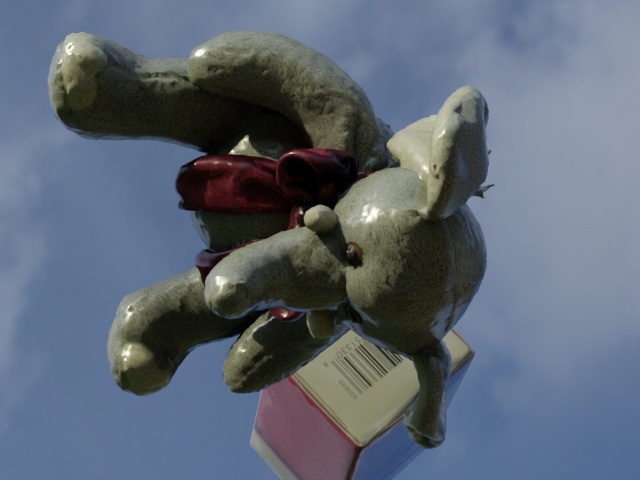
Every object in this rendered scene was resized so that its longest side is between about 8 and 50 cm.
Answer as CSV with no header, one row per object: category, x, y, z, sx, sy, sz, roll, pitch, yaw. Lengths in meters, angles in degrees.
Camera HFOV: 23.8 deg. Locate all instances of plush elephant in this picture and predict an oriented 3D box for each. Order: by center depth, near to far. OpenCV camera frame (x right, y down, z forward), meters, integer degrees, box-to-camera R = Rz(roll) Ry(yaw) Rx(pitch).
plush elephant,0.000,0.000,1.024,0.330,0.255,0.272,-7,-71,-14

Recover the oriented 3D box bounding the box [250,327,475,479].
box,0.034,0.151,1.431,0.127,0.148,0.232,45,-24,17
